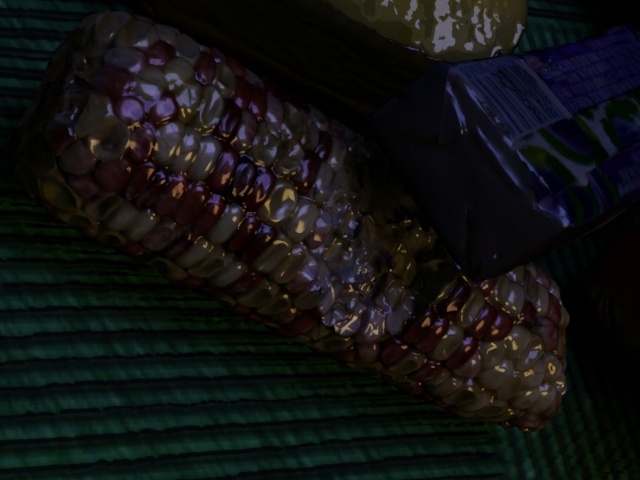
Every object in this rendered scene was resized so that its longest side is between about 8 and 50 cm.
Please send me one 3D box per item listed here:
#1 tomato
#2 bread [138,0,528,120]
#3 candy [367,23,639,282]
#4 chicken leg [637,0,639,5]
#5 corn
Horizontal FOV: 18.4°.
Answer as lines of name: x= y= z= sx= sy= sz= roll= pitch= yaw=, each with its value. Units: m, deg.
tomato: x=0.168 y=0.035 z=0.990 sx=0.087 sy=0.075 sz=0.087 roll=26 pitch=37 yaw=-21
bread: x=-0.018 y=-0.135 z=0.921 sx=0.245 sy=0.094 sz=0.102 roll=24 pitch=61 yaw=-28
candy: x=0.113 y=-0.047 z=0.926 sx=0.088 sy=0.061 sz=0.312 roll=54 pitch=23 yaw=7
chicken leg: x=0.267 y=-0.189 z=1.091 sx=0.409 sy=0.295 sz=0.182 roll=44 pitch=25 yaw=5
corn: x=0.000 y=0.000 z=0.852 sx=0.290 sy=0.098 sz=0.098 roll=30 pitch=50 yaw=-25
